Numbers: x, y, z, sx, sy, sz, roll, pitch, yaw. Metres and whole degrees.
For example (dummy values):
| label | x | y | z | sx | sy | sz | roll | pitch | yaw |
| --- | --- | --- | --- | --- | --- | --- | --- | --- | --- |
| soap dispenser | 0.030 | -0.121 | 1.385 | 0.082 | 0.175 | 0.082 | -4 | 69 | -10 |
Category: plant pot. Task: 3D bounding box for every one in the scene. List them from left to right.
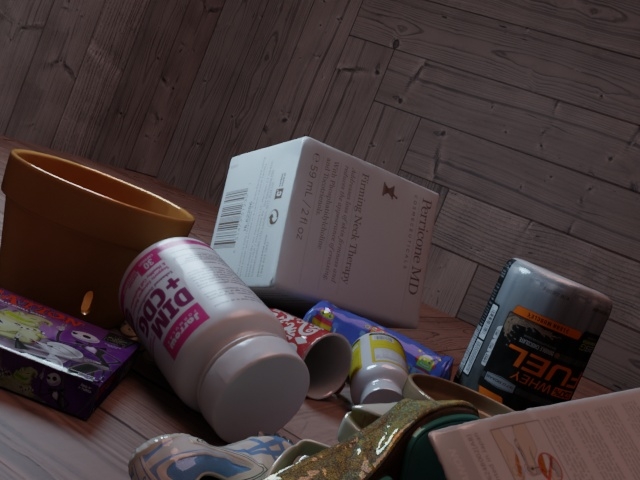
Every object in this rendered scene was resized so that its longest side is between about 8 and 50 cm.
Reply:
| label | x | y | z | sx | sy | sz | roll | pitch | yaw |
| --- | --- | --- | --- | --- | --- | --- | --- | --- | --- |
| plant pot | -0.366 | 0.006 | 1.182 | 0.290 | 0.204 | 0.291 | 22 | 5 | -2 |
| plant pot | 0.222 | 0.301 | 1.155 | 0.237 | 0.110 | 0.237 | 22 | 5 | -2 |

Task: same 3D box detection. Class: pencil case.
| label | x | y | z | sx | sy | sz | roll | pitch | yaw |
| --- | --- | --- | --- | --- | --- | --- | --- | --- | --- |
| pencil case | 0.101 | 0.222 | 1.458 | 0.306 | 0.119 | 0.133 | 23 | -33 | 19 |

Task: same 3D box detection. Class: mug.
| label | x | y | z | sx | sy | sz | roll | pitch | yaw |
| --- | --- | --- | --- | --- | --- | --- | --- | --- | --- |
| mug | -0.040 | 0.201 | 1.298 | 0.113 | 0.150 | 0.169 | -26 | 30 | -32 |

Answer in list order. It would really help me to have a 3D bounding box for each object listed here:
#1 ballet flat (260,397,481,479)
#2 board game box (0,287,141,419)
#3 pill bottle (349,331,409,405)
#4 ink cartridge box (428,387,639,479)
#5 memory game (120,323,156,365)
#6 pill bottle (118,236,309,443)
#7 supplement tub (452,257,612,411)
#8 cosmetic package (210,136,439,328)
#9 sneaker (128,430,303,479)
| label | x | y | z | sx | sy | sz | roll | pitch | yaw |
| --- | --- | --- | --- | --- | --- | --- | --- | --- | --- |
| ballet flat | 0.040 | 0.221 | 0.744 | 0.123 | 0.123 | 0.348 | 25 | 25 | 31 |
| board game box | -0.403 | 0.101 | 0.907 | 0.346 | 0.056 | 0.208 | 22 | 0 | -3 |
| pill bottle | 0.100 | 0.236 | 1.283 | 0.103 | 0.103 | 0.184 | 22 | 18 | -6 |
| ink cartridge box | 0.278 | 0.309 | 0.721 | 0.384 | 0.091 | 0.308 | 1 | 53 | -37 |
| memory game | -0.209 | 0.143 | 1.153 | 0.186 | 0.012 | 0.186 | 10 | 22 | -4 |
| pill bottle | -0.144 | 0.126 | 1.005 | 0.160 | 0.160 | 0.283 | 18 | 15 | -43 |
| supplement tub | 0.377 | 0.220 | 1.406 | 0.207 | 0.338 | 0.207 | 22 | 5 | -2 |
| cosmetic package | 0.000 | 0.000 | 1.730 | 0.393 | 0.330 | 0.327 | 19 | -14 | -33 |
| sneaker | -0.087 | 0.234 | 0.730 | 0.237 | 0.085 | 0.086 | 23 | 30 | -57 |
